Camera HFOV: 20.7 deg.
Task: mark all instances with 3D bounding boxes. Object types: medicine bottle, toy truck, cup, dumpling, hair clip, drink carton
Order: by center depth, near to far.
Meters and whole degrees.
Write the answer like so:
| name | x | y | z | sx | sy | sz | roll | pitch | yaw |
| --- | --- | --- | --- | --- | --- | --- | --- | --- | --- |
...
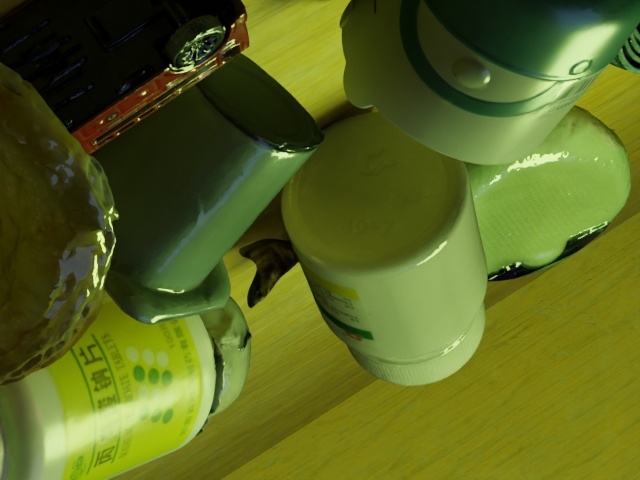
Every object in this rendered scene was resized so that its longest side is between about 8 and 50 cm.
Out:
| name | x | y | z | sx | sy | sz | roll | pitch | yaw |
| --- | --- | --- | --- | --- | --- | --- | --- | --- | --- |
| toy truck | -0.178 | -0.120 | 1.270 | 0.253 | 0.107 | 0.114 | -34 | 166 | -3 |
| drink carton | -0.116 | -0.065 | 1.516 | 0.189 | 0.185 | 0.191 | -53 | 159 | 22 |
| cup | 0.172 | -0.236 | 1.547 | 0.257 | 0.219 | 0.289 | -52 | -172 | 51 |
| medicine bottle | -0.294 | 0.160 | 1.732 | 0.379 | 0.213 | 0.213 | -19 | 160 | -50 |
| medicine bottle | 0.085 | 0.022 | 2.013 | 0.208 | 0.208 | 0.339 | -33 | 151 | -7 |
| dumpling | -0.194 | 0.141 | 2.077 | 0.227 | 0.175 | 0.243 | -4 | 148 | -3 |
| hair clip | -0.006 | -0.005 | 2.159 | 0.300 | 0.069 | 0.173 | -30 | 169 | -49 |

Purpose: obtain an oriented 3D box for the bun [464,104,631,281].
| name | x | y | z | sx | sy | sz | roll | pitch | yaw |
| --- | --- | --- | --- | --- | --- | --- | --- | --- | --- |
| bun | 0.239 | -0.090 | 2.232 | 0.293 | 0.187 | 0.293 | -16 | 142 | -13 |

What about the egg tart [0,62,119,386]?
| name | x | y | z | sx | sy | sz | roll | pitch | yaw |
| --- | --- | --- | --- | --- | --- | --- | --- | --- | --- |
| egg tart | -0.276 | -0.035 | 1.135 | 0.315 | 0.315 | 0.120 | -43 | -156 | 31 |

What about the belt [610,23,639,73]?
| name | x | y | z | sx | sy | sz | roll | pitch | yaw |
| --- | --- | --- | --- | --- | --- | --- | --- | --- | --- |
| belt | 0.338 | -0.282 | 1.828 | 0.267 | 0.116 | 0.206 | -1 | 119 | -57 |
